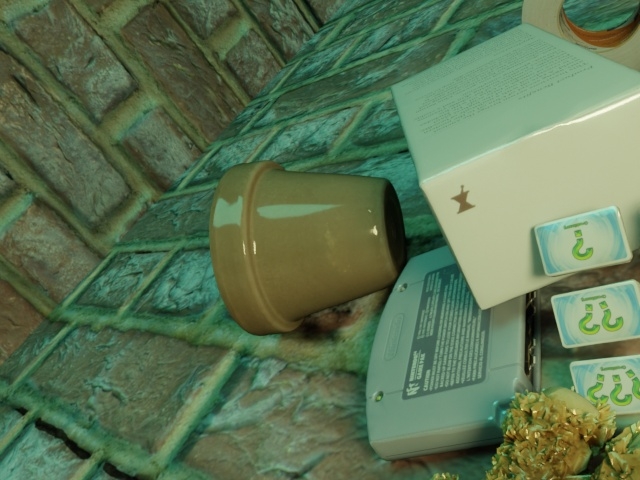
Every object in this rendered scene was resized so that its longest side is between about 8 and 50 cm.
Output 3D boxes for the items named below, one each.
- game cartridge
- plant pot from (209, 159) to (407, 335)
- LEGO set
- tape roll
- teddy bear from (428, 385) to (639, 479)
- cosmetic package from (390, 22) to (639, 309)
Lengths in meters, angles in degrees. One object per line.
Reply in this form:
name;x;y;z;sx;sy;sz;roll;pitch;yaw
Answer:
game cartridge;0.150;0.110;0.741;0.196;0.060;0.294;-18;32;31
plant pot;0.000;0.000;0.946;0.229;0.263;0.263;-8;35;18
LEGO set;0.300;0.049;0.511;0.244;0.183;0.060;-16;-7;38
tape roll;0.408;-0.343;0.946;0.219;0.219;0.072;-18;32;37
teddy bear;0.152;0.247;0.465;0.245;0.113;0.338;5;45;33
cosmetic package;0.233;-0.126;0.808;0.230;0.161;0.453;-23;21;13
